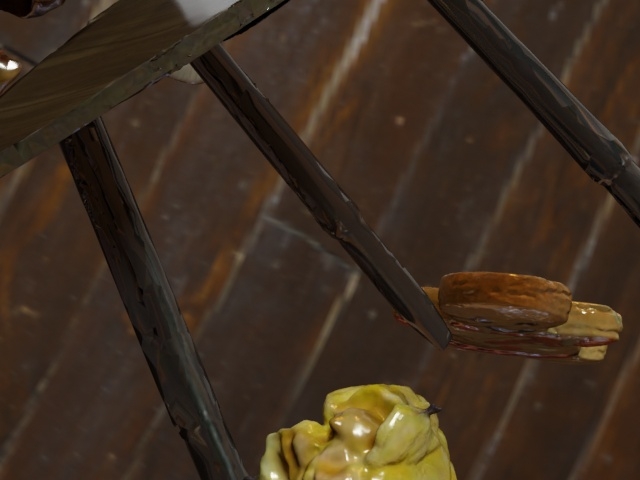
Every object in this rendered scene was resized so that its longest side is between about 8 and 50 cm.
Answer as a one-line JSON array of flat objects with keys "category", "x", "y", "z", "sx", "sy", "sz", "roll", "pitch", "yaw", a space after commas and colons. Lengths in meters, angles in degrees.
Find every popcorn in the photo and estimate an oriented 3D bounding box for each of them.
[{"category": "popcorn", "x": 0.011, "y": 0.091, "z": 0.724, "sx": 0.084, "sy": 0.084, "sz": 0.084, "roll": -8, "pitch": 105, "yaw": -30}]

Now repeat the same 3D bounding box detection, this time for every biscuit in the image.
[{"category": "biscuit", "x": 0.124, "y": 0.054, "z": 1.310, "sx": 0.153, "sy": 0.234, "sz": 0.030, "roll": 4, "pitch": 80, "yaw": 5}]

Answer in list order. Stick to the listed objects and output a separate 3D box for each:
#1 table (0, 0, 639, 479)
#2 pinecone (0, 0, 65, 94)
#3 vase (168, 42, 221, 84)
[{"category": "table", "x": 0.000, "y": 0.000, "z": 0.862, "sx": 0.317, "sy": 0.317, "sz": 0.249, "roll": -39, "pitch": 105, "yaw": -19}, {"category": "pinecone", "x": -0.326, "y": -0.272, "z": 1.383, "sx": 0.384, "sy": 0.384, "sz": 0.384, "roll": -8, "pitch": 105, "yaw": -30}, {"category": "vase", "x": -0.078, "y": -0.156, "z": 1.302, "sx": 0.053, "sy": 0.053, "sz": 0.101, "roll": 0, "pitch": 129, "yaw": -32}]
